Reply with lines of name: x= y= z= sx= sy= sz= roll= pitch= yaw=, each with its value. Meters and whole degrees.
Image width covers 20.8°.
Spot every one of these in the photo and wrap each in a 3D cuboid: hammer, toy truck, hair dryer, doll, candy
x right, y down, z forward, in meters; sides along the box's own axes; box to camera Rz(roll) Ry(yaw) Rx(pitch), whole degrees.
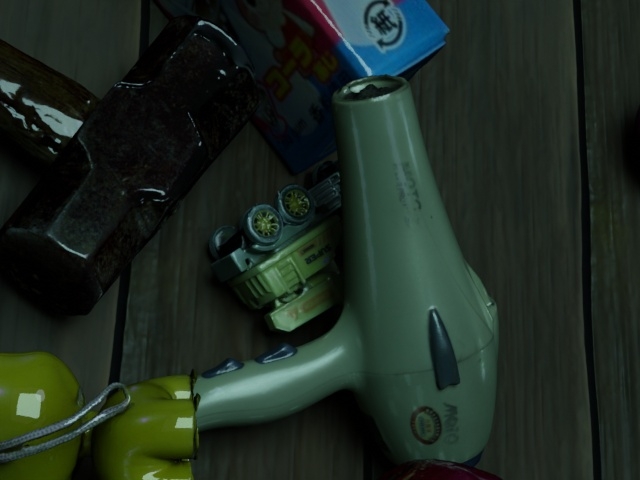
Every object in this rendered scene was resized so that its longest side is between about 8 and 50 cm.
hammer: x=-0.266 y=-0.137 z=1.275 sx=0.409 sy=0.095 sz=0.242 roll=33 pitch=57 yaw=-1
toy truck: x=0.000 y=0.000 z=1.328 sx=0.169 sy=0.077 sz=0.100 roll=-33 pitch=93 yaw=-33
hair dryer: x=-0.001 y=0.027 z=1.234 sx=0.298 sy=0.119 sz=0.296 roll=4 pitch=103 yaw=-21
doll: x=-0.187 y=0.131 z=1.144 sx=0.221 sy=0.135 sz=0.143 roll=5 pitch=102 yaw=-3
candy: x=-0.054 y=-0.219 z=1.356 sx=0.100 sy=0.157 sz=0.306 roll=-35 pitch=85 yaw=-33

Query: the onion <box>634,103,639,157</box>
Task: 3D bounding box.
onion: x=0.327 y=-0.091 z=1.509 sx=0.115 sy=0.104 sz=0.115 roll=-9 pitch=107 yaw=-30

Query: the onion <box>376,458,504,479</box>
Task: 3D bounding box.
onion: x=0.115 y=0.227 z=1.228 sx=0.198 sy=0.135 sz=0.173 roll=-27 pitch=101 yaw=-34
